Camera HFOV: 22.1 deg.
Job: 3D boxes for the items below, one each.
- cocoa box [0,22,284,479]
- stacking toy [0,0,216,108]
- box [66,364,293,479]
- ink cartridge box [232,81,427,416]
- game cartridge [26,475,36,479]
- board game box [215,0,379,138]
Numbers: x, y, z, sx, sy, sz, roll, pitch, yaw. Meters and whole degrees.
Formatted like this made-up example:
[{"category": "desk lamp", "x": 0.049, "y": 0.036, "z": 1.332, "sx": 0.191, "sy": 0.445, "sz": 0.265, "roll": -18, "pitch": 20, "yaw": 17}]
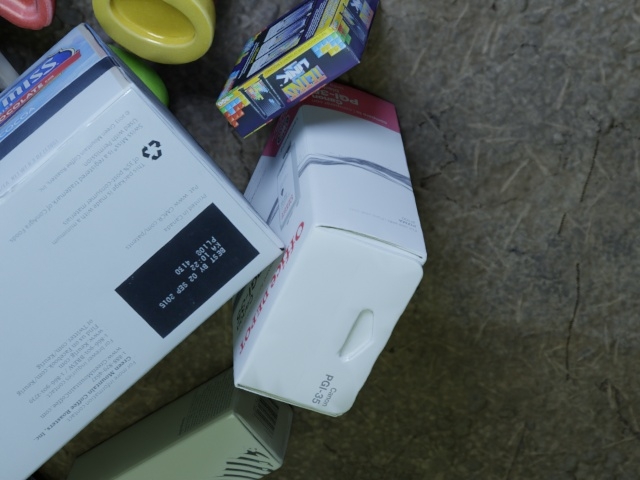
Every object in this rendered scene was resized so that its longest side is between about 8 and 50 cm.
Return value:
[{"category": "cocoa box", "x": -0.256, "y": 0.010, "z": 1.528, "sx": 0.347, "sy": 0.228, "sz": 0.231, "roll": -41, "pitch": 119, "yaw": 0}, {"category": "stacking toy", "x": -0.245, "y": -0.248, "z": 1.641, "sx": 0.309, "sy": 0.130, "sz": 0.279, "roll": 21, "pitch": 146, "yaw": -1}, {"category": "box", "x": -0.169, "y": 0.256, "z": 1.885, "sx": 0.275, "sy": 0.113, "sz": 0.094, "roll": -31, "pitch": 112, "yaw": 24}, {"category": "ink cartridge box", "x": 0.000, "y": 0.000, "z": 1.607, "sx": 0.117, "sy": 0.283, "sz": 0.207, "roll": 18, "pitch": 121, "yaw": -15}, {"category": "game cartridge", "x": -0.354, "y": 0.434, "z": 1.977, "sx": 0.355, "sy": 0.068, "sz": 0.230, "roll": 44, "pitch": 105, "yaw": -3}, {"category": "board game box", "x": -0.019, "y": -0.183, "z": 1.578, "sx": 0.141, "sy": 0.170, "sz": 0.048, "roll": -30, "pitch": 109, "yaw": 23}]
